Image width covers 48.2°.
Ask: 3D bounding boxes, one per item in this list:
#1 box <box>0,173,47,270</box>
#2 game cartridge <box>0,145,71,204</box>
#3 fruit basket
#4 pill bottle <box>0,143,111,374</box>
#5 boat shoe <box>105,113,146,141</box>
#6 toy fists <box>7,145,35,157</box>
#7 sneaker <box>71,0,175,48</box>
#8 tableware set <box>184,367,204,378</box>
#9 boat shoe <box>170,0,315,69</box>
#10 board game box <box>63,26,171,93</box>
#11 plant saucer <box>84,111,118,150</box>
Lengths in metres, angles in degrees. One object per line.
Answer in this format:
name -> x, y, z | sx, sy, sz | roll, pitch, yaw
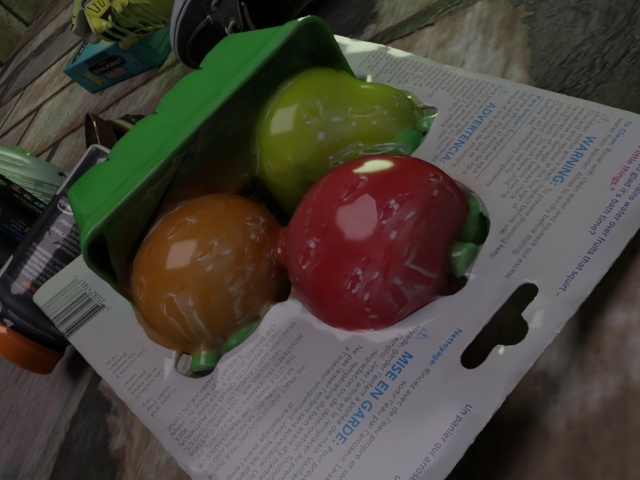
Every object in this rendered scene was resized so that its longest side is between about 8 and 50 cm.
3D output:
box -> -0.395, 0.023, 0.877 | 0.175, 0.220, 0.051 | -46, 28, 10
game cartridge -> -0.450, -0.062, 0.970 | 0.062, 0.297, 0.198 | -61, 26, 23
fruit basket -> 0.000, 0.000, 0.483 | 0.353, 0.165, 0.327 | 31, 73, 36
pill bottle -> -0.269, 0.025, 0.800 | 0.246, 0.130, 0.130 | -56, 32, -7
boat shoe -> -0.261, -0.144, 1.007 | 0.073, 0.080, 0.223 | -30, 24, -27
toy fists -> -0.665, -0.093, 1.453 | 0.279, 0.096, 0.142 | -24, 52, 35
sneaker -> -0.275, -0.367, 1.113 | 0.384, 0.145, 0.147 | 20, 86, 54
tableware set -> -0.063, 0.093, 0.578 | 0.141, 0.020, 0.169 | -6, 54, 49
boat shoe -> -0.089, -0.305, 0.906 | 0.335, 0.121, 0.119 | -35, 58, 43
board game box -> -0.356, -0.437, 1.410 | 0.336, 0.079, 0.254 | 0, 59, 51
plant saucer -> -0.281, -0.085, 0.943 | 0.168, 0.029, 0.168 | 171, 90, -66
